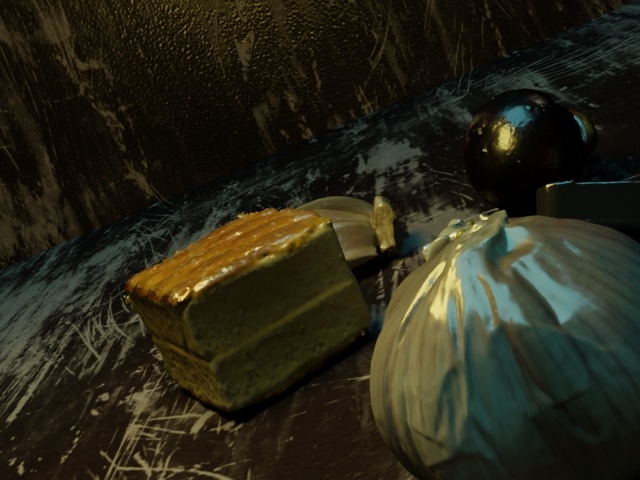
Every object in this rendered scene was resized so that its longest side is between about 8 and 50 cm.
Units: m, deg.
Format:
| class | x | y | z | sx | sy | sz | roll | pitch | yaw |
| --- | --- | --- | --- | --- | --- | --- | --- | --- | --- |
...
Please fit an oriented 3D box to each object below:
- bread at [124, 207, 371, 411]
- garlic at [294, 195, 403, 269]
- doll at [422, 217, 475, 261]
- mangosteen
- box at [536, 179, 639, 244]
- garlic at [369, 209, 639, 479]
| class | x | y | z | sx | sy | sz | roll | pitch | yaw |
| --- | --- | --- | --- | --- | --- | --- | --- | --- | --- |
| bread | -0.107 | 0.095 | 1.508 | 0.279 | 0.207 | 0.279 | -29 | 14 | -25 |
| garlic | 0.000 | 0.001 | 1.844 | 0.325 | 0.132 | 0.279 | -15 | 8 | 15 |
| doll | 0.303 | 0.019 | 1.306 | 0.384 | 0.099 | 0.188 | -2 | 25 | 35 |
| mangosteen | 0.364 | -0.144 | 1.689 | 0.250 | 0.211 | 0.211 | 4 | 3 | -23 |
| box | 0.408 | -0.018 | 1.046 | 0.350 | 0.058 | 0.211 | -1 | -9 | 18 |
| garlic | 0.182 | 0.101 | 0.924 | 0.318 | 0.259 | 0.317 | -19 | 18 | 6 |
